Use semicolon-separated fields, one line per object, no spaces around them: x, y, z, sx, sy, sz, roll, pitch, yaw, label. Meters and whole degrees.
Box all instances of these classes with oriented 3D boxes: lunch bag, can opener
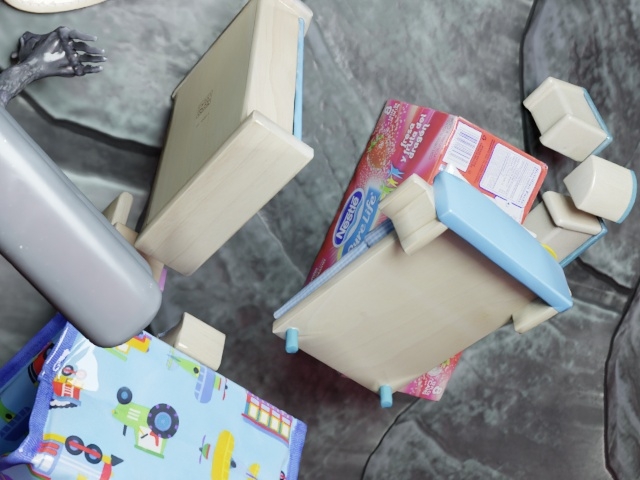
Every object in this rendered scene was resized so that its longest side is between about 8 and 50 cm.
-0.193;0.204;0.631;0.221;0.138;0.293;36;128;-26;lunch bag
-0.163;-0.077;0.375;0.095;0.076;0.283;-41;112;-6;can opener

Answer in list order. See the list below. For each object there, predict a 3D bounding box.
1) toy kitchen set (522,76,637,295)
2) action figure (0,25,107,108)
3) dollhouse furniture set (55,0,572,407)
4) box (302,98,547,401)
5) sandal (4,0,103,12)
0.248;-0.043;0.874;0.122;0.166;0.207;15;135;-31;toy kitchen set
-0.270;-0.090;0.486;0.276;0.141;0.164;-50;123;-35;action figure
0.000;0.000;0.658;0.303;0.198;0.286;33;125;-25;dollhouse furniture set
0.090;0.009;0.766;0.128;0.122;0.257;20;96;-31;box
-0.127;-0.237;0.593;0.240;0.079;0.088;-25;117;-19;sandal
